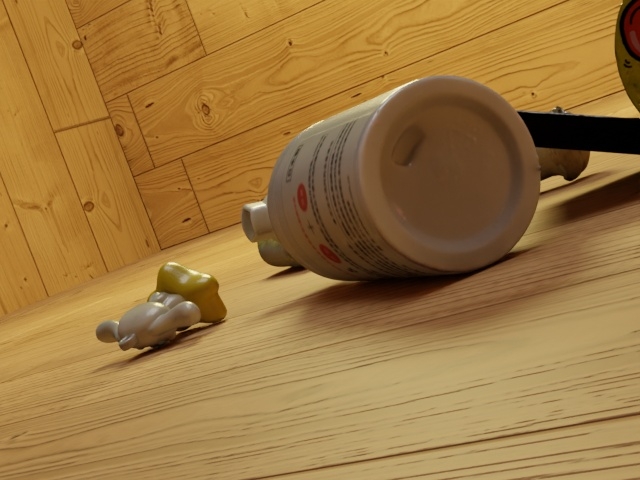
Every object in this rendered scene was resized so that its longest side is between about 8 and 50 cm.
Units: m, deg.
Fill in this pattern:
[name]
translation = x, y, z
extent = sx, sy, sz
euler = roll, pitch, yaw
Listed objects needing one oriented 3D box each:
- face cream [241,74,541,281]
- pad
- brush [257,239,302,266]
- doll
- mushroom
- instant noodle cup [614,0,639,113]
[face cream]
translation = 0.031, -0.038, 1.045
extent = 0.145, 0.145, 0.370
euler = -22, 5, -19
[pad]
translation = 0.207, -0.091, 1.061
extent = 0.164, 0.004, 0.243
euler = 6, 0, 21
[brush]
translation = 0.000, 0.002, 1.384
extent = 0.067, 0.072, 0.313
euler = -46, 16, -18
[doll]
translation = -0.146, 0.066, 1.167
extent = 0.113, 0.071, 0.135
euler = -31, 12, -23
[mushroom]
translation = 0.169, -0.068, 1.279
extent = 0.223, 0.081, 0.092
euler = -18, -14, 1
[instant noodle cup]
translation = 0.333, -0.154, 1.003
extent = 0.182, 0.182, 0.144
euler = -19, -5, 15
